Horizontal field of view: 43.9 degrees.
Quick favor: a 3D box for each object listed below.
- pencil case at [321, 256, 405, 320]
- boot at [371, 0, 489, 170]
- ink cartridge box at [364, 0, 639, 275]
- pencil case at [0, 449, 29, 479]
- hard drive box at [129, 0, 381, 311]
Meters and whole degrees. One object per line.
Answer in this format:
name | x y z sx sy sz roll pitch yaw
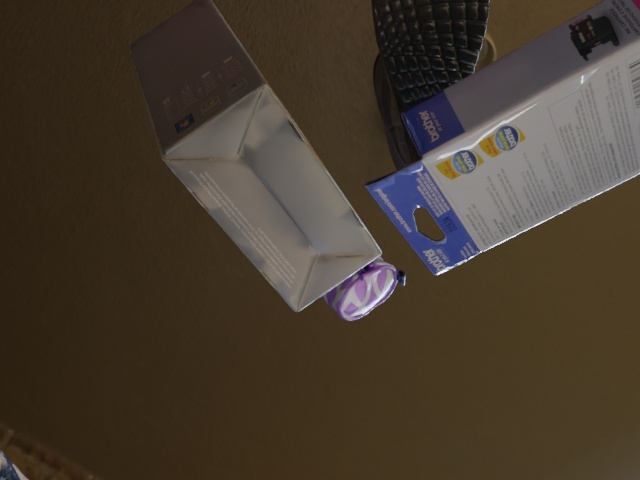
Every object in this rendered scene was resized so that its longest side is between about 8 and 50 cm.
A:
pencil case | 0.000 0.000 0.910 0.086 0.206 0.088 -36 -33 -14
boot | 0.099 -0.199 0.874 0.118 0.223 0.339 -10 -69 -6
ink cartridge box | 0.198 -0.093 0.678 0.311 0.065 0.186 -30 -35 12
pencil case | -0.384 0.275 0.836 0.159 0.183 0.410 -31 -76 34
hard drive box | -0.062 -0.081 0.667 0.089 0.232 0.181 -35 -53 3
